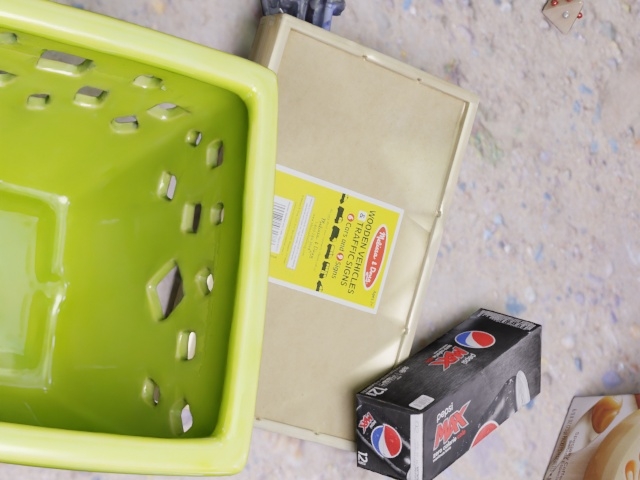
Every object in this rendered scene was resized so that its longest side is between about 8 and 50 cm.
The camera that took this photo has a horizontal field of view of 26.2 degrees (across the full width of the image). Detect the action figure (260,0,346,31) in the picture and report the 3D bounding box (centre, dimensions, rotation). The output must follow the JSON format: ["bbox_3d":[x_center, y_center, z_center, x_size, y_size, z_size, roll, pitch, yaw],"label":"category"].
[{"bbox_3d":[-0.012,-0.302,0.926,0.330,0.178,0.341,7,78,-21],"label":"action figure"}]

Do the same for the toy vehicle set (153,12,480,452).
[{"bbox_3d":[0.000,0.000,0.929,0.166,0.035,0.266,20,83,-28],"label":"toy vehicle set"}]

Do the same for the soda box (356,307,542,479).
[{"bbox_3d":[0.092,0.106,0.951,0.169,0.053,0.060,-27,122,-49],"label":"soda box"}]

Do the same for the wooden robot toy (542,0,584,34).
[{"bbox_3d":[0.223,-0.257,1.114,0.076,0.079,0.173,15,75,-29],"label":"wooden robot toy"}]

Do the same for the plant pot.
[{"bbox_3d":[-0.173,0.008,0.750,0.227,0.207,0.228,12,76,-29],"label":"plant pot"}]

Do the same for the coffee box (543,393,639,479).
[{"bbox_3d":[0.272,0.185,0.971,0.098,0.246,0.141,34,66,-23],"label":"coffee box"}]
